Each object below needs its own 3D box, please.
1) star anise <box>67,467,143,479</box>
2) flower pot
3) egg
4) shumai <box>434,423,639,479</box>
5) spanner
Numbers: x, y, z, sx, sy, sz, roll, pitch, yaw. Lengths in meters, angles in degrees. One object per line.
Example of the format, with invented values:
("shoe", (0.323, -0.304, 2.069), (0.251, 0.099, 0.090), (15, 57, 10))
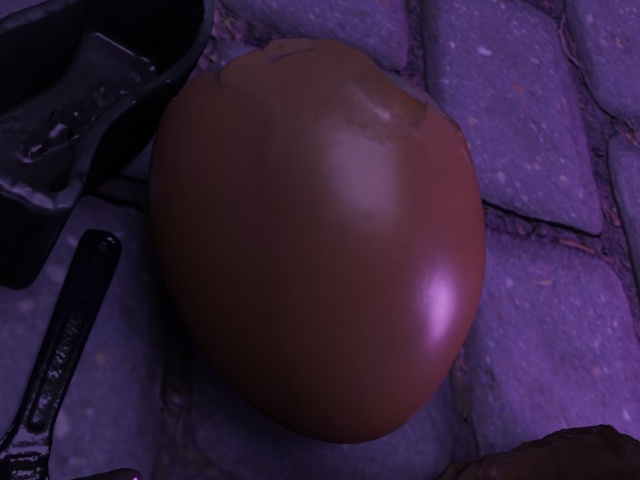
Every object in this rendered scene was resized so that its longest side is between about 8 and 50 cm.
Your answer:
("star anise", (-0.132, 0.155, 0.240), (0.197, 0.073, 0.212), (44, 52, -43))
("flower pot", (-0.158, -0.088, 0.514), (0.103, 0.108, 0.229), (35, 49, -9))
("egg", (0.000, 0.000, 0.500), (0.201, 0.201, 0.245), (-3, 76, -33))
("shumai", (0.242, 0.224, 0.476), (0.314, 0.262, 0.267), (29, 52, -16))
("spanner", (-0.159, 0.076, 0.477), (0.046, 0.012, 0.209), (24, 53, -17))
